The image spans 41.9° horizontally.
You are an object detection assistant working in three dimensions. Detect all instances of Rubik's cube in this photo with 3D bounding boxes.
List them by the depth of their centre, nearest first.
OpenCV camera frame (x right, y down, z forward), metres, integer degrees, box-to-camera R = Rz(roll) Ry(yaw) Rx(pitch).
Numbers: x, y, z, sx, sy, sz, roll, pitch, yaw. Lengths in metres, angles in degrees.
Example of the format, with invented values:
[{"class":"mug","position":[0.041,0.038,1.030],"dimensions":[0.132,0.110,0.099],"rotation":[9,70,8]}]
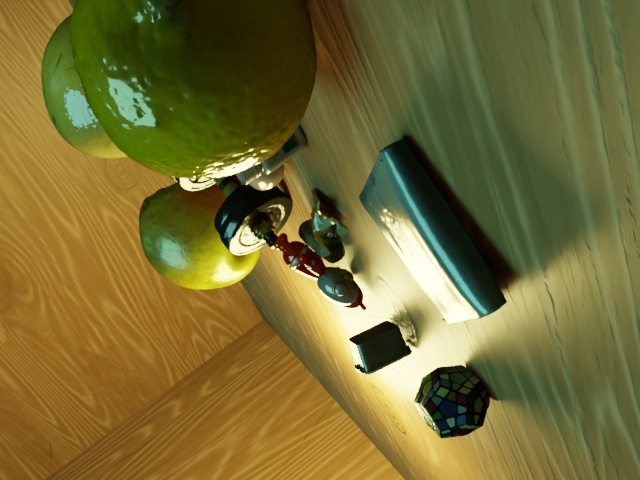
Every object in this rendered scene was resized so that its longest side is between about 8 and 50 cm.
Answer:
[{"class":"Rubik's cube","position":[0.232,0.284,1.473],"dimensions":[0.133,0.133,0.112],"rotation":[52,-164,10]}]

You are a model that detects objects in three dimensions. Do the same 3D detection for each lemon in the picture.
[{"class":"lemon","position":[-0.155,-0.230,1.052],"dimensions":[0.336,0.336,0.336],"rotation":[51,168,15]}]

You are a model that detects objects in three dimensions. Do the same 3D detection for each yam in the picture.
[{"class":"yam","position":[0.000,0.000,1.742],"dimensions":[0.132,0.054,0.054],"rotation":[40,162,54]}]

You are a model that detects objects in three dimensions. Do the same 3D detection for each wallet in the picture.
[{"class":"wallet","position":[0.146,0.001,1.153],"dimensions":[0.251,0.054,0.290],"rotation":[57,174,5]}]

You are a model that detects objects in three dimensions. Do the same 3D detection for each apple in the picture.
[{"class":"apple","position":[-0.328,-0.025,2.334],"dimensions":[0.340,0.339,0.339],"rotation":[51,168,15]}]

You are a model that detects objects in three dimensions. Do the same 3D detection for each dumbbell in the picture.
[{"class":"dumbbell","position":[-0.213,-0.127,1.908],"dimensions":[0.388,0.185,0.185],"rotation":[49,168,22]}]

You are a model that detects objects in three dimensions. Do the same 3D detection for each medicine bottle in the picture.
[{"class":"medicine bottle","position":[-0.096,-0.160,1.461],"dimensions":[0.080,0.130,0.080],"rotation":[51,168,16]}]

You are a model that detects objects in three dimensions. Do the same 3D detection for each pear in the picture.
[{"class":"pear","position":[-0.425,-0.340,1.788],"dimensions":[0.348,0.348,0.348],"rotation":[51,168,15]}]

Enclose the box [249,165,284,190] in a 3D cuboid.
[{"class":"box","position":[-0.150,-0.192,1.686],"dimensions":[0.200,0.088,0.146],"rotation":[54,175,14]}]

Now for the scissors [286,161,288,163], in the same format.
[{"class":"scissors","position":[-0.089,-0.199,1.615],"dimensions":[0.119,0.014,0.058],"rotation":[63,172,-29]}]

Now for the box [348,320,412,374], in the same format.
[{"class":"box","position":[0.121,0.221,1.745],"dimensions":[0.069,0.122,0.084],"rotation":[69,165,-11]}]

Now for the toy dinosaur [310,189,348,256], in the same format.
[{"class":"toy dinosaur","position":[0.006,-0.053,1.607],"dimensions":[0.212,0.057,0.142],"rotation":[88,166,-51]}]

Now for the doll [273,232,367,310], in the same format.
[{"class":"doll","position":[0.003,0.070,1.785],"dimensions":[0.245,0.076,0.142],"rotation":[36,-179,-1]}]
